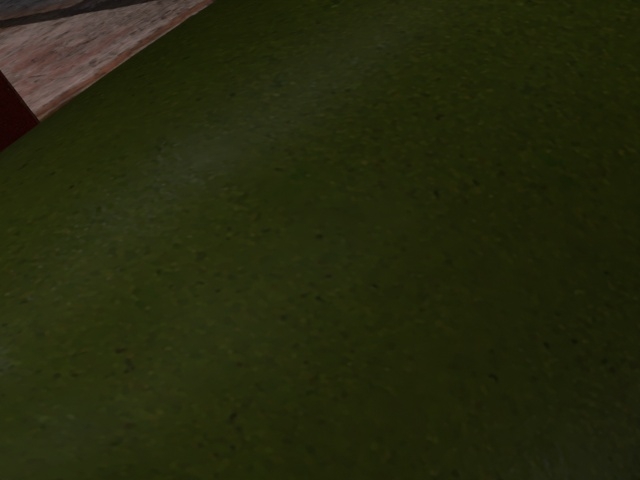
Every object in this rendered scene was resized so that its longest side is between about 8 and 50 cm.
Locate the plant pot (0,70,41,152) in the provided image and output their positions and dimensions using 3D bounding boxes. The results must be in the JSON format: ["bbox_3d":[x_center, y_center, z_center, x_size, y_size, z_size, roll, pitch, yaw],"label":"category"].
[{"bbox_3d":[-0.263,0.023,1.195,0.236,0.267,0.267,-38,23,-9],"label":"plant pot"}]

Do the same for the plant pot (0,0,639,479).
[{"bbox_3d":[0.014,0.089,0.476,0.366,0.366,0.353,-3,16,41],"label":"plant pot"}]
